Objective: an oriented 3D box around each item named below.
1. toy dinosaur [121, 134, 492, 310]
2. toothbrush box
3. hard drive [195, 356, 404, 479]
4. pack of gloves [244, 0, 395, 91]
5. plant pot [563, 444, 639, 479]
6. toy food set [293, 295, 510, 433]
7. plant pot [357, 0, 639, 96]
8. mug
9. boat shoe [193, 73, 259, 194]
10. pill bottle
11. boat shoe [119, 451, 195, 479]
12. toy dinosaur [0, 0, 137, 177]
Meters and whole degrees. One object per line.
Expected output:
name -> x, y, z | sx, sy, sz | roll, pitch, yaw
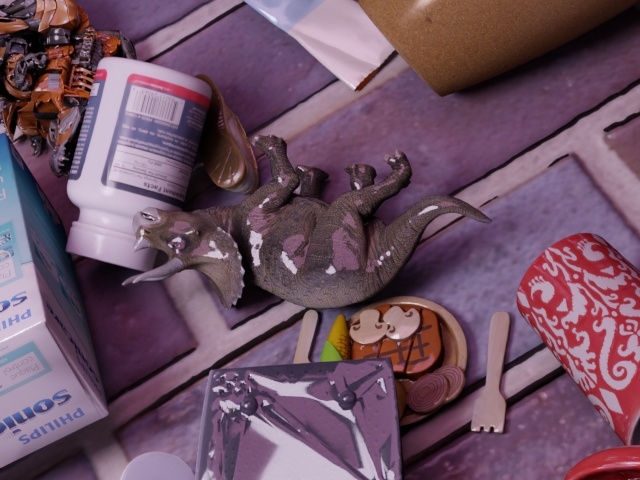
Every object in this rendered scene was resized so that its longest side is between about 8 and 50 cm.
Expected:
toy dinosaur -> 0.000, 0.000, 1.488 | 0.313, 0.121, 0.160 | 9, 74, 19
toothbrush box -> -0.325, 0.069, 1.488 | 0.216, 0.126, 0.295 | -26, 39, 2
hard drive -> -0.014, 0.223, 1.343 | 0.172, 0.054, 0.255 | -6, 68, 16
pack of gloves -> 0.019, -0.272, 1.683 | 0.232, 0.046, 0.195 | 41, 77, 19
plant pot -> 0.234, 0.246, 1.180 | 0.191, 0.191, 0.174 | 6, 58, 23
toy food set -> 0.061, 0.100, 1.427 | 0.192, 0.038, 0.132 | -2, 58, 18
plant pot -> 0.164, -0.256, 1.528 | 0.254, 0.237, 0.237 | -40, 53, 10
mug -> 0.250, 0.082, 1.351 | 0.169, 0.150, 0.113 | 50, 120, 40
boat shoe -> -0.095, -0.096, 1.605 | 0.050, 0.045, 0.135 | -31, 57, 15
pill bottle -> -0.170, -0.067, 1.553 | 0.108, 0.108, 0.180 | 13, 87, 26
boat shoe -> -0.150, 0.296, 1.350 | 0.095, 0.084, 0.258 | 22, 53, -9
toy dinosaur -> -0.296, -0.180, 1.699 | 0.218, 0.164, 0.322 | -17, 35, -9
